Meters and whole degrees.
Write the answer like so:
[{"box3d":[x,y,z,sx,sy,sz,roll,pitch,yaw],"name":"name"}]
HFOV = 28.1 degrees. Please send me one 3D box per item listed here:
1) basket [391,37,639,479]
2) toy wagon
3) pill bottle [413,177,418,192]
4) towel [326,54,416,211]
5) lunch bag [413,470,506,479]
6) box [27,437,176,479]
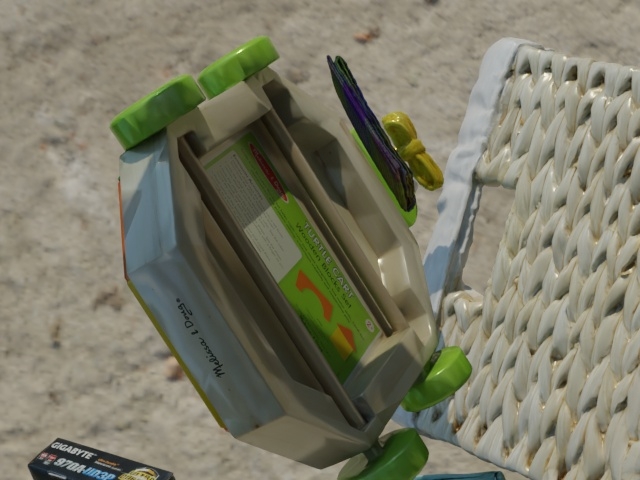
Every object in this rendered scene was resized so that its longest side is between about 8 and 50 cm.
[{"box3d":[0.278,0.045,1.001,0.266,0.331,0.328,18,92,56],"name":"basket"},{"box3d":[0.000,0.000,0.828,0.068,0.344,0.267,-28,98,27],"name":"toy wagon"},{"box3d":[0.028,-0.014,1.080,0.065,0.065,0.116,28,86,33],"name":"pill bottle"},{"box3d":[0.029,-0.057,0.690,0.009,0.060,0.083,-29,69,-2],"name":"towel"},{"box3d":[0.085,0.321,1.035,0.262,0.160,0.223,-27,101,13],"name":"lunch bag"},{"box3d":[-0.199,0.321,1.334,0.175,0.051,0.220,8,125,38],"name":"box"}]
